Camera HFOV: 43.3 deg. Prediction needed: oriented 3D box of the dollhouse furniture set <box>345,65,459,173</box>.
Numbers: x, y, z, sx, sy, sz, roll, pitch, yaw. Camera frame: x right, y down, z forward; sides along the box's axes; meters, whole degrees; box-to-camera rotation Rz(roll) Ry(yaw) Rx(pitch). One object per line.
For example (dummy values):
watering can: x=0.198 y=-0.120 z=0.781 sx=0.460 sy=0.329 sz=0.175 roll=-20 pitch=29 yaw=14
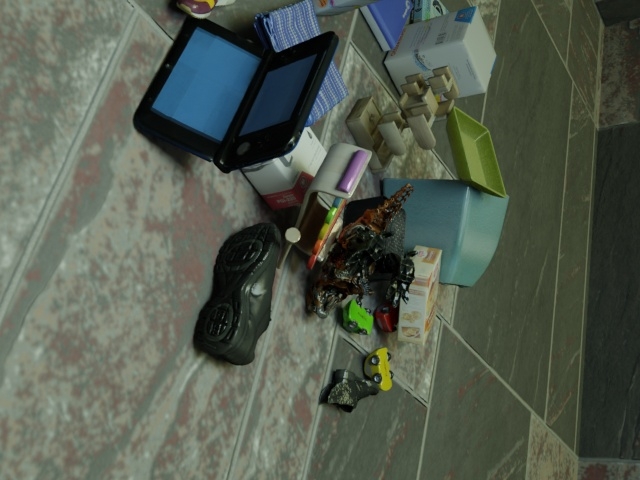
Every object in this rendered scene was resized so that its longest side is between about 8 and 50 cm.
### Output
dollhouse furniture set: x=0.210 y=-0.273 z=1.941 sx=0.161 sy=0.242 sz=0.212 roll=59 pitch=41 yaw=-30

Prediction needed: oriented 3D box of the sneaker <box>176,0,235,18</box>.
sneaker: x=-0.205 y=-0.478 z=1.512 sx=0.069 sy=0.084 sz=0.185 roll=33 pitch=37 yaw=3

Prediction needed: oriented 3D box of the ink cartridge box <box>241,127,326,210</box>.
ink cartridge box: x=-0.095 y=-0.194 z=1.621 sx=0.218 sy=0.092 sz=0.159 roll=52 pitch=44 yaw=-33

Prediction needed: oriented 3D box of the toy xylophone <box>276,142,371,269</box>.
toy xylophone: x=0.002 y=-0.050 z=1.587 sx=0.236 sy=0.081 sz=0.323 roll=-63 pitch=178 yaw=-18

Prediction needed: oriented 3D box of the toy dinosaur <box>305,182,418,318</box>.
toy dinosaur: x=0.083 y=0.023 z=1.678 sx=0.164 sy=0.218 sz=0.322 roll=11 pitch=102 yaw=-26

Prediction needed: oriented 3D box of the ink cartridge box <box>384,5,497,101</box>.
ink cartridge box: x=0.321 y=-0.484 z=2.152 sx=0.168 sy=0.232 sz=0.171 roll=57 pitch=42 yaw=-35

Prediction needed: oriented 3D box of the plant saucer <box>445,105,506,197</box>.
plant saucer: x=0.353 y=-0.194 z=1.869 sx=0.188 sy=0.045 sz=0.188 roll=17 pitch=57 yaw=-51

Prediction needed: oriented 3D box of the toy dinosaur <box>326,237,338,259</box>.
toy dinosaur: x=0.000 y=0.000 z=1.764 sx=0.082 sy=0.047 sz=0.090 roll=1 pitch=93 yaw=-37

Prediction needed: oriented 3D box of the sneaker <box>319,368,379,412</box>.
sneaker: x=0.066 y=0.341 z=1.780 sx=0.170 sy=0.051 sz=0.089 roll=34 pitch=57 yaw=-42

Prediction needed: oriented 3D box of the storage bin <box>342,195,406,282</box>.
storage bin: x=0.121 y=-0.001 z=1.862 sx=0.084 sy=0.122 sz=0.180 roll=28 pitch=61 yaw=-49

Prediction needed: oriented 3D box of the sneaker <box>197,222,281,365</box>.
sneaker: x=-0.137 y=0.099 z=1.509 sx=0.130 sy=0.109 sz=0.286 roll=52 pitch=50 yaw=-49

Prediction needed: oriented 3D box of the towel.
towel: x=-0.027 y=-0.387 z=1.716 sx=0.243 sy=0.040 sz=0.336 roll=65 pitch=24 yaw=-13

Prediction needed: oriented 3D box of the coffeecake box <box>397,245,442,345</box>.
coffeecake box: x=0.234 y=0.128 z=1.901 sx=0.142 sy=0.068 sz=0.186 roll=-52 pitch=147 yaw=-57

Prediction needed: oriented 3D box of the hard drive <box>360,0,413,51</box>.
hard drive: x=0.134 y=-0.682 z=2.092 sx=0.319 sy=0.040 sz=0.210 roll=54 pitch=43 yaw=-34

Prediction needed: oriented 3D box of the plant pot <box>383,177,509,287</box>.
plant pot: x=0.307 y=-0.013 z=2.044 sx=0.247 sy=0.247 sz=0.253 roll=10 pitch=86 yaw=-54

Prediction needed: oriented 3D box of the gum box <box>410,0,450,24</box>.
gum box: x=0.325 y=-0.635 z=2.356 sx=0.184 sy=0.041 sz=0.157 roll=31 pitch=59 yaw=-50

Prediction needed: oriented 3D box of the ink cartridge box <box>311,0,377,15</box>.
ink cartridge box: x=0.057 y=-0.599 z=1.849 sx=0.127 sy=0.176 sz=0.128 roll=-22 pitch=100 yaw=-52

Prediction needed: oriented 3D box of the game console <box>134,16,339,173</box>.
game console: x=-0.140 y=-0.283 z=1.414 sx=0.173 sy=0.250 sz=0.293 roll=44 pitch=51 yaw=-34

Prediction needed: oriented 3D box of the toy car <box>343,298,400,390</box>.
toy car: x=0.109 y=0.205 z=1.865 sx=0.225 sy=0.053 sz=0.239 roll=43 pitch=50 yaw=-42
